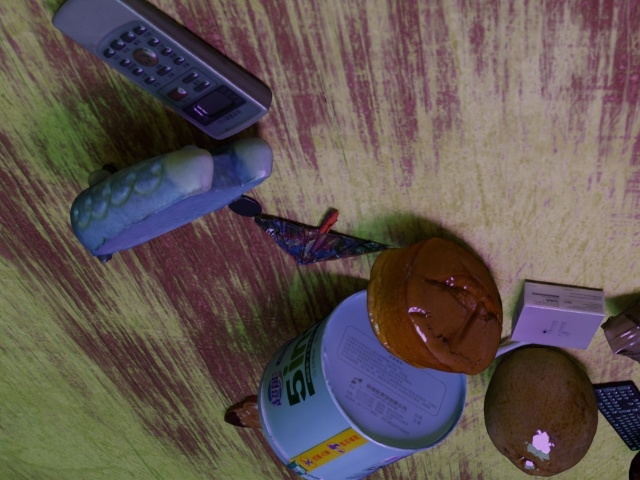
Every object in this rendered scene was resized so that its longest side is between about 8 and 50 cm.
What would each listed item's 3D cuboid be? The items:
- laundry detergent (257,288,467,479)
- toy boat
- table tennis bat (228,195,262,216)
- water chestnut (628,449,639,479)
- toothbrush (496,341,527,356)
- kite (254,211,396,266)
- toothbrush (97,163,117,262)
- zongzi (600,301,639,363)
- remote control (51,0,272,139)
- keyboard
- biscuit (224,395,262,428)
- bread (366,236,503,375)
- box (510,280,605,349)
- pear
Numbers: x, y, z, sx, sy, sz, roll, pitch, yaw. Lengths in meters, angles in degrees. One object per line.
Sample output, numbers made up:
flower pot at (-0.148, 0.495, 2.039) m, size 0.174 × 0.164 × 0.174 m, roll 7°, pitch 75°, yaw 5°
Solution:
laundry detergent at (0.057, 0.270, 1.788) m, size 0.287 × 0.287 × 0.305 m, roll 22°, pitch 146°, yaw -20°
toy boat at (-0.230, -0.083, 1.437) m, size 0.330 × 0.123 × 0.215 m, roll -25°, pitch 177°, yaw 42°
table tennis bat at (-0.128, -0.059, 1.575) m, size 0.050 × 0.007 × 0.083 m, roll -22°, pitch 138°, yaw 41°
water chestnut at (0.725, 0.479, 1.988) m, size 0.223 × 0.224 × 0.238 m, roll -11°, pitch 111°, yaw 31°
toothbrush at (0.293, 0.217, 1.882) m, size 0.025 × 0.030 × 0.342 m, roll 25°, pitch 145°, yaw -22°
kite at (0.000, 0.000, 1.631) m, size 0.232 × 0.009 × 0.189 m, roll 14°, pitch 149°, yaw -11°
toothbrush at (-0.353, -0.035, 1.657) m, size 0.030 × 0.030 × 0.297 m, roll 36°, pitch 150°, yaw 7°
zongzi at (0.560, 0.131, 1.652) m, size 0.176 × 0.078 × 0.160 m, roll -38°, pitch 152°, yaw 18°
remote control at (-0.201, -0.227, 1.293) m, size 0.285 × 0.038 × 0.123 m, roll 33°, pitch 142°, yaw -33°
keyboard at (0.619, 0.356, 2.027) m, size 0.101 × 0.018 × 0.310 m, roll -11°, pitch 143°, yaw 29°
biscuit at (-0.105, 0.391, 2.274) m, size 0.280 × 0.043 × 0.183 m, roll -13°, pitch 139°, yaw 28°
bread at (0.186, 0.106, 1.581) m, size 0.142 × 0.195 × 0.269 m, roll -6°, pitch 150°, yaw 36°
box at (0.393, 0.125, 1.686) m, size 0.130 × 0.051 × 0.129 m, roll 8°, pitch 148°, yaw 4°
pear at (0.399, 0.317, 1.841) m, size 0.188 × 0.211 × 0.228 m, roll -18°, pitch 138°, yaw 40°
